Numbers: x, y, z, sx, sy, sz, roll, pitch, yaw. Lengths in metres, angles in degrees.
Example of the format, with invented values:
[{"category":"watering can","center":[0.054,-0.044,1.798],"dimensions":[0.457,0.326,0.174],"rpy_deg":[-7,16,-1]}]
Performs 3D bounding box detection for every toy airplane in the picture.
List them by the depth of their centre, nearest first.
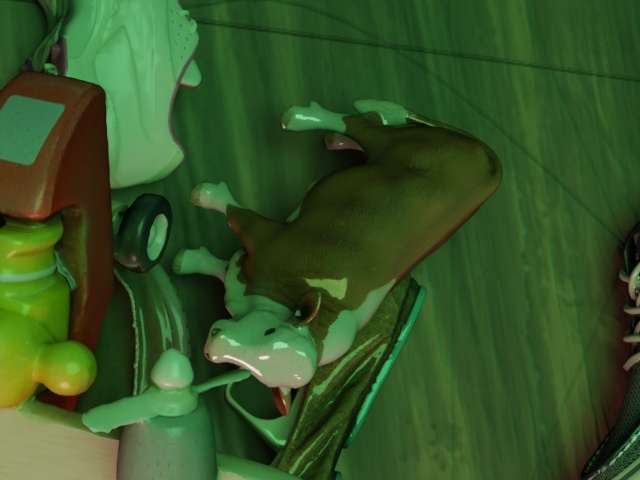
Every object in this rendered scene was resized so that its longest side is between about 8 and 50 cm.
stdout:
[{"category":"toy airplane","center":[-0.244,0.121,1.313],"dimensions":[0.386,0.272,0.384],"rpy_deg":[-31,79,10]}]

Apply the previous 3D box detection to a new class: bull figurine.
[{"category":"bull figurine","center":[0.000,0.000,1.491],"dimensions":[0.188,0.101,0.310],"rpy_deg":[32,54,31]}]

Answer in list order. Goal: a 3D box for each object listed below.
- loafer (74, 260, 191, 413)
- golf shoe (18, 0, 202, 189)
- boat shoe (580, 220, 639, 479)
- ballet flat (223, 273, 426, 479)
[{"category":"loafer","center":[-0.149,0.125,1.490],"dimensions":[0.087,0.094,0.251],"rpy_deg":[-6,85,-23]},{"category":"golf shoe","center":[-0.158,-0.187,1.530],"dimensions":[0.140,0.115,0.306],"rpy_deg":[9,87,-28]},{"category":"boat shoe","center":[0.292,0.076,1.639],"dimensions":[0.158,0.127,0.340],"rpy_deg":[45,64,-1]},{"category":"ballet flat","center":[-0.025,0.159,1.524],"dimensions":[0.124,0.116,0.342],"rpy_deg":[21,74,-1]}]
